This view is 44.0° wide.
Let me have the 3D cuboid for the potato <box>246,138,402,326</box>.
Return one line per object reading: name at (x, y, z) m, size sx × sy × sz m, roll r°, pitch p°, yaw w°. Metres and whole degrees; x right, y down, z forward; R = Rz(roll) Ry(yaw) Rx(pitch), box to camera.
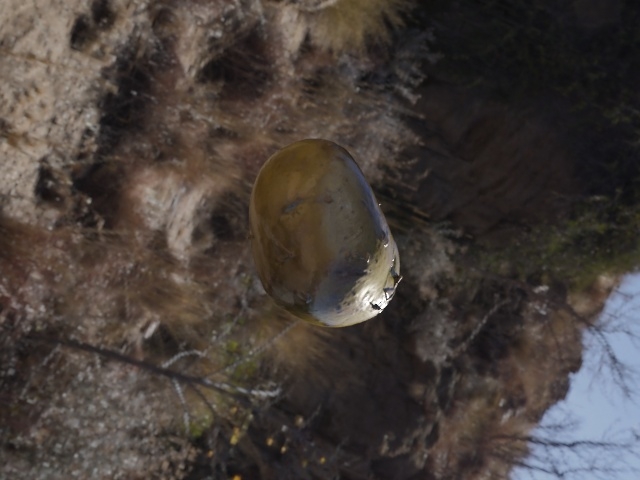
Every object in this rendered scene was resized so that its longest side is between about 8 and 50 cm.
potato at (0.000, 0.000, 0.713) m, size 0.137 × 0.176 × 0.137 m, roll -29°, pitch -166°, yaw 8°
